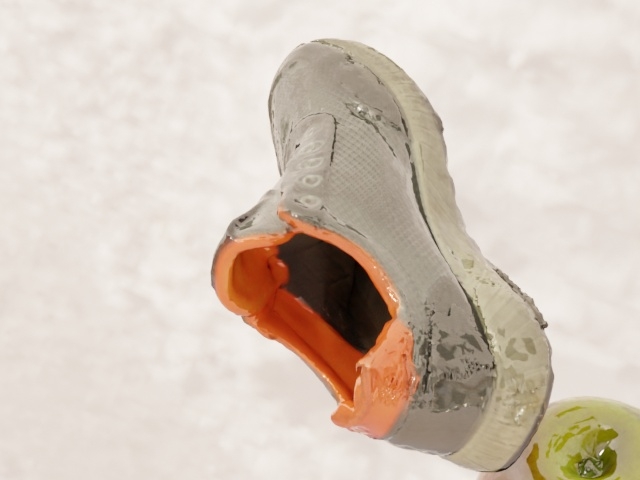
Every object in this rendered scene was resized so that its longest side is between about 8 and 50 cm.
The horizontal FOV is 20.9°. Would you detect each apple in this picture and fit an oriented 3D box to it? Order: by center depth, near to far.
[{"bbox_3d":[0.199,0.209,1.243,0.196,0.196,0.196,19,158,8],"label":"apple"}]

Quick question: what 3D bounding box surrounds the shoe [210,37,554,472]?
[{"bbox_3d":[0.000,0.000,1.061,0.171,0.336,0.132,4,133,-33],"label":"shoe"}]
